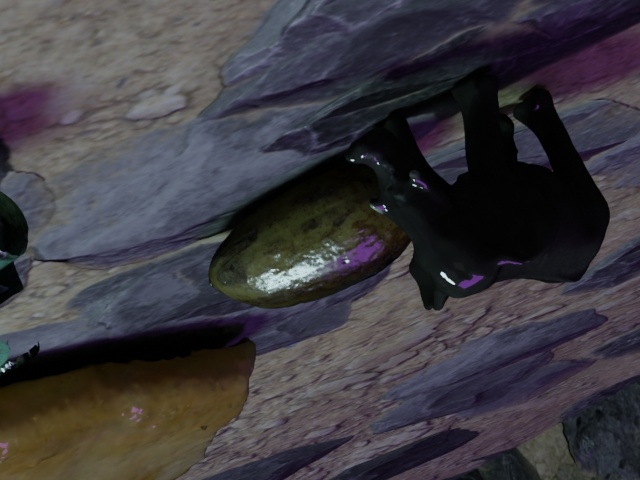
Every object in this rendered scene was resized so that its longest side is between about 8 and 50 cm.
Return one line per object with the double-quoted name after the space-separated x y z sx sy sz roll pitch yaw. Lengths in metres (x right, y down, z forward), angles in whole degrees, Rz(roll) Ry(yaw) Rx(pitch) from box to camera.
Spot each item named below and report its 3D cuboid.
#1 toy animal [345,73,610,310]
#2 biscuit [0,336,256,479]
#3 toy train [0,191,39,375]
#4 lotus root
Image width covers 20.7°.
0.114 -0.034 1.175 0.245 0.146 0.114 -6 159 -39 "toy animal"
-0.286 0.220 1.569 0.446 0.104 0.429 -6 158 -45 "biscuit"
-0.300 0.057 0.991 0.307 0.126 0.189 -31 161 32 "toy train"
0.000 0.000 1.258 0.179 0.081 0.089 -29 161 22 "lotus root"
